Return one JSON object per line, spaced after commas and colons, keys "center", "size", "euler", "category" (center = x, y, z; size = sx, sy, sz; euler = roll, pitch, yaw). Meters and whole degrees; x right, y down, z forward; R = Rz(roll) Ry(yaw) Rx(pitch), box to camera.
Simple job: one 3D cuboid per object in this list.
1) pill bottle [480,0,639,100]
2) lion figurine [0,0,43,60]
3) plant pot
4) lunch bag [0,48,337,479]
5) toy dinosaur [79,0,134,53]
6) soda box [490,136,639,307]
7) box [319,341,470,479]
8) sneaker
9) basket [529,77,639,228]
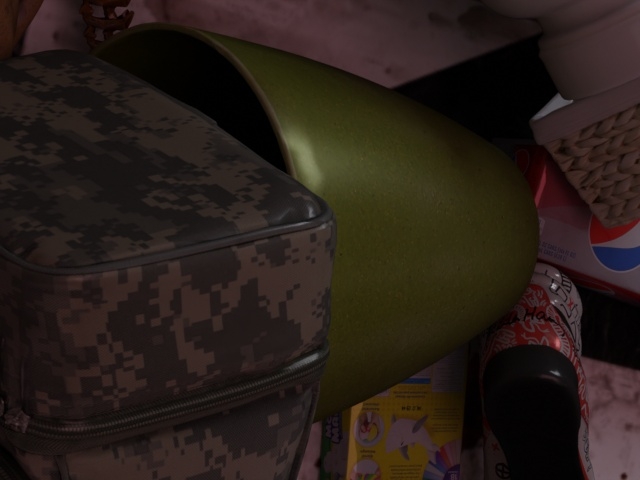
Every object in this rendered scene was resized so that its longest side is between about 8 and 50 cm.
{"center": [0.149, -0.251, 1.197], "size": [0.169, 0.169, 0.301], "euler": [-31, 98, -23], "category": "pill bottle"}
{"center": [-0.287, -0.128, 1.076], "size": [0.392, 0.142, 0.240], "euler": [-3, 129, -33], "category": "lion figurine"}
{"center": [0.000, 0.000, 1.227], "size": [0.293, 0.275, 0.274], "euler": [-2, 95, -44], "category": "plant pot"}
{"center": [-0.146, 0.062, 1.030], "size": [0.213, 0.305, 0.256], "euler": [-18, 124, -38], "category": "lunch bag"}
{"center": [-0.088, -0.264, 1.224], "size": [0.218, 0.164, 0.322], "euler": [17, 116, -14], "category": "toy dinosaur"}
{"center": [0.246, 0.001, 1.438], "size": [0.263, 0.083, 0.092], "euler": [18, 85, -28], "category": "soda box"}
{"center": [0.054, 0.158, 1.369], "size": [0.105, 0.043, 0.179], "euler": [4, 90, -30], "category": "box"}
{"center": [0.166, 0.142, 1.398], "size": [0.090, 0.145, 0.270], "euler": [-2, 132, 8], "category": "sneaker"}
{"center": [0.254, -0.091, 1.308], "size": [0.113, 0.167, 0.103], "euler": [-42, 103, -40], "category": "basket"}
